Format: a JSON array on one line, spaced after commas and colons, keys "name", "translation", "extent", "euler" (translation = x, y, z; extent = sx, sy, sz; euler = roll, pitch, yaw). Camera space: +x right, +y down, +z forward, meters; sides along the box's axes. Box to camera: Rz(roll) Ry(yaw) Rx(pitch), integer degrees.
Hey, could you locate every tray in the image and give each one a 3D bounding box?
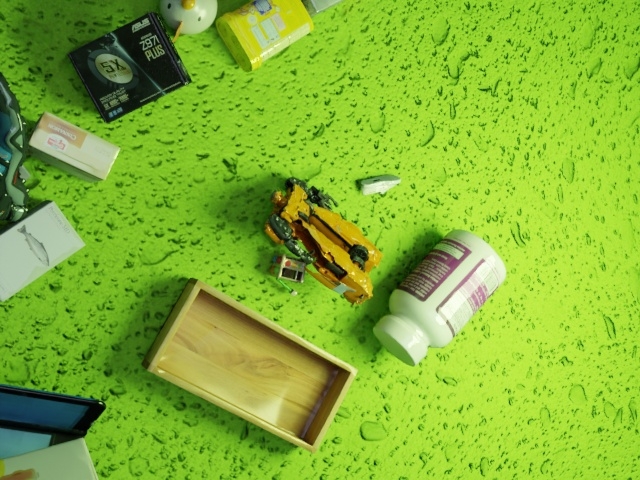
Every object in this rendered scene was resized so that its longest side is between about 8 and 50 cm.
[{"name": "tray", "translation": [-0.141, 0.265, 1.701], "extent": [0.411, 0.076, 0.202], "euler": [32, 79, -22]}]

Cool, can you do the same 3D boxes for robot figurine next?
[{"name": "robot figurine", "translation": [0.000, 0.000, 1.714], "extent": [0.291, 0.085, 0.211], "euler": [39, 38, -15]}]

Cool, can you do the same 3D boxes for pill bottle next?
[{"name": "pill bottle", "translation": [0.260, 0.131, 1.816], "extent": [0.301, 0.169, 0.169], "euler": [-45, 108, -15]}]

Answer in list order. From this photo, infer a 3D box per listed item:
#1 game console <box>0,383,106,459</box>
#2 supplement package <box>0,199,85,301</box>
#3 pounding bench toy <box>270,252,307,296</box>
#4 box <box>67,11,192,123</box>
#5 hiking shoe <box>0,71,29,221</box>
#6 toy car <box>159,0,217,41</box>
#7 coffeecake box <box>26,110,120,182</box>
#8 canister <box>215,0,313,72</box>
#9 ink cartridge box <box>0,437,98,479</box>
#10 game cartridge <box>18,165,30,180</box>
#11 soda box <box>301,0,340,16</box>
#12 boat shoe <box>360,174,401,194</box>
[{"name": "game console", "translation": [-0.568, 0.373, 1.467], "extent": [0.293, 0.173, 0.250], "euler": [15, 86, -23]}, {"name": "supplement package", "translation": [-0.544, 0.016, 1.499], "extent": [0.179, 0.105, 0.105], "euler": [-38, 107, -18]}, {"name": "pounding bench toy", "translation": [-0.074, 0.073, 1.732], "extent": [0.065, 0.052, 0.083], "euler": [14, 87, -23]}, {"name": "box", "translation": [-0.358, -0.328, 1.547], "extent": [0.180, 0.077, 0.147], "euler": [-25, 103, 3]}, {"name": "hiking shoe", "translation": [-0.566, -0.148, 1.353], "extent": [0.132, 0.113, 0.303], "euler": [-20, 132, -36]}, {"name": "toy car", "translation": [-0.245, -0.485, 1.569], "extent": [0.219, 0.210, 0.237], "euler": [18, 98, -12]}, {"name": "coffeecake box", "translation": [-0.458, -0.166, 1.485], "extent": [0.142, 0.185, 0.068], "euler": [27, 82, -22]}, {"name": "canister", "translation": [-0.112, -0.444, 1.685], "extent": [0.170, 0.073, 0.126], "euler": [-37, 105, -19]}, {"name": "ink cartridge box", "translation": [-0.575, 0.538, 1.422], "extent": [0.385, 0.160, 0.279], "euler": [-11, 126, -22]}, {"name": "game cartridge", "translation": [-0.671, -0.172, 1.365], "extent": [0.230, 0.068, 0.355], "euler": [-42, 141, -20]}, {"name": "soda box", "translation": [0.066, -0.579, 1.745], "extent": [0.286, 0.091, 0.098], "euler": [-33, 103, -19]}, {"name": "boat shoe", "translation": [0.135, -0.122, 1.828], "extent": [0.100, 0.035, 0.035], "euler": [-14, 125, -26]}]
